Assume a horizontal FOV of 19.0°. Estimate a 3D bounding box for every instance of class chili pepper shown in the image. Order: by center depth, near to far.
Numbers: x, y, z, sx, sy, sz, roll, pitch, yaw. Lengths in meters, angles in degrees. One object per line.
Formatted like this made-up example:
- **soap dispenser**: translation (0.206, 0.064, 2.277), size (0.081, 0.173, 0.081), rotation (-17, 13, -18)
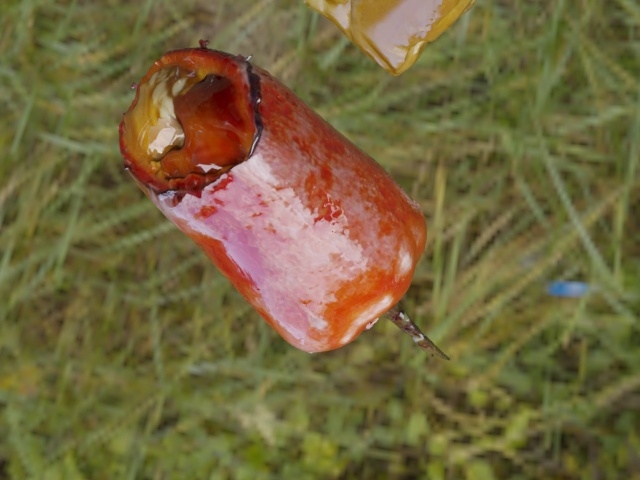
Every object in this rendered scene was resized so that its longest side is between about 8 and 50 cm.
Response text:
- **chili pepper**: translation (0.000, 0.000, 0.796), size (0.084, 0.086, 0.192), rotation (-38, 125, 15)

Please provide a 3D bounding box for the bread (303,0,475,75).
- **bread**: translation (0.068, -0.170, 0.597), size (0.077, 0.139, 0.271), rotation (36, 151, 6)
